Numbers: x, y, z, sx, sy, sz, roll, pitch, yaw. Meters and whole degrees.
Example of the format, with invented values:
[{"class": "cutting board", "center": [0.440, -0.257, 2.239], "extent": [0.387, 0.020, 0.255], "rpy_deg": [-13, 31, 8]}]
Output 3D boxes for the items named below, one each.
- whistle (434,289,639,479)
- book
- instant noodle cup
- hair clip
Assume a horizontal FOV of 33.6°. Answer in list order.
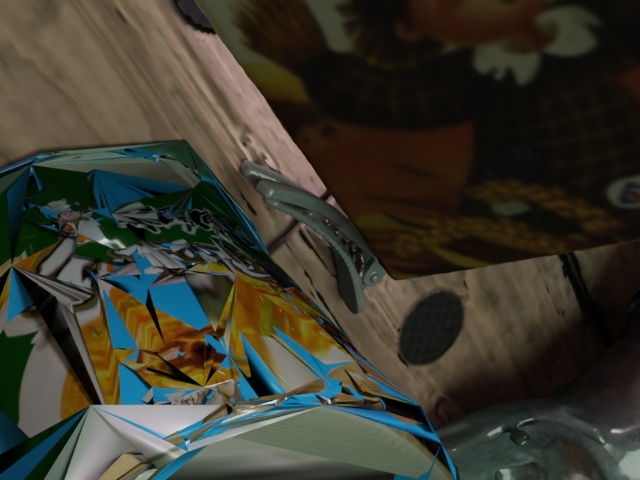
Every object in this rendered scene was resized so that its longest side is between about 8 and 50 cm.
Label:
[{"class": "whistle", "center": [0.218, 0.112, 0.642], "extent": [0.347, 0.189, 0.189], "rpy_deg": [-20, 124, -11]}, {"class": "book", "center": [0.062, -0.153, 0.319], "extent": [0.428, 0.300, 0.039], "rpy_deg": [54, 38, -36]}, {"class": "instant noodle cup", "center": [-0.066, 0.099, 0.411], "extent": [0.240, 0.178, 0.240], "rpy_deg": [-16, 120, -30]}, {"class": "hair clip", "center": [0.001, 0.001, 0.510], "extent": [0.039, 0.030, 0.115], "rpy_deg": [-53, 132, -1]}]
